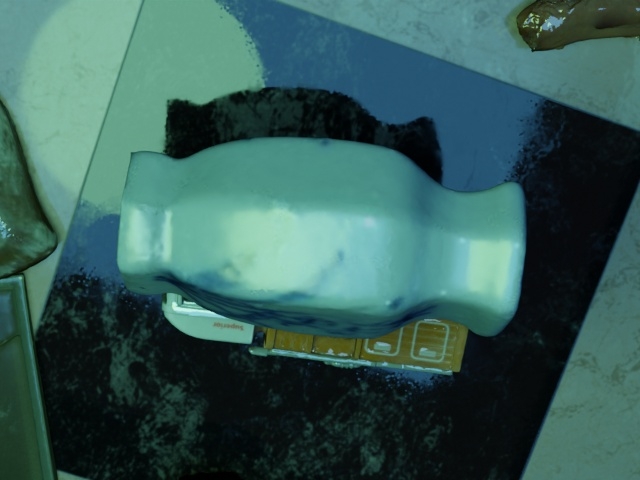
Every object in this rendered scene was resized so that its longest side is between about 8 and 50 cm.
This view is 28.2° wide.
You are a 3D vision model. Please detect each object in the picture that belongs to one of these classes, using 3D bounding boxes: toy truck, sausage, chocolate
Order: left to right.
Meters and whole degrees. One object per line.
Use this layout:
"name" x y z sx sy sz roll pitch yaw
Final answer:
"chocolate" -0.431 -0.068 1.532 0.157 0.080 0.253 -21 96 -1
"toy truck" -0.005 0.045 1.541 0.388 0.173 0.206 8 100 -5
"sausage" 0.389 -0.280 1.551 0.304 0.078 0.078 -7 102 0

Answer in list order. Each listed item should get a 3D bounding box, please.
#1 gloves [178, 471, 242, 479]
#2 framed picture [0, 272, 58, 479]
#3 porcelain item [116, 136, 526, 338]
"gloves" -0.140 0.406 1.553 0.152 0.301 0.197 11 102 -26
"framed picture" -0.573 0.221 1.620 0.446 0.028 0.326 -6 101 -2
"porcelain item" 0.000 0.000 1.334 0.405 0.242 0.178 7 75 -1
